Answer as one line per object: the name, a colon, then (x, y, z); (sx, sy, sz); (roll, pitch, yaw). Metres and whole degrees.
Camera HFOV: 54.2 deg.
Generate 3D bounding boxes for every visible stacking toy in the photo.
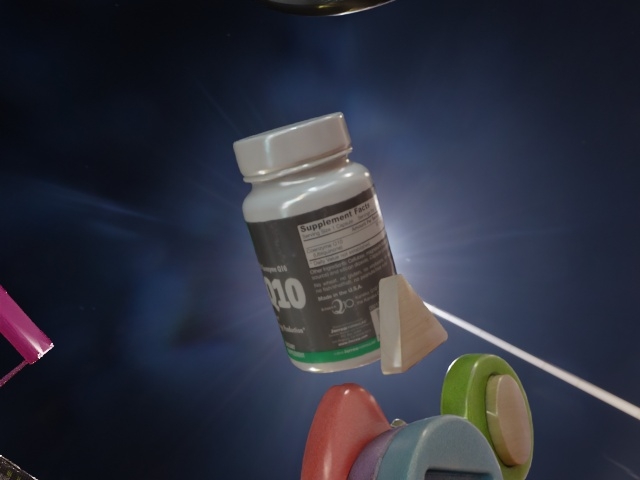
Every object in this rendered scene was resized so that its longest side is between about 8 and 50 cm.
stacking toy: (0.143, 0.184, 0.498); (0.309, 0.130, 0.279); (43, -133, -31)

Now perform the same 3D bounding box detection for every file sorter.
file sorter: (-0.684, 0.204, 1.239); (0.182, 0.291, 0.202); (-41, -82, -17)

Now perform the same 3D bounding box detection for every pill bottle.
pill bottle: (0.000, 0.000, 0.965); (0.204, 0.204, 0.361); (-27, -74, -42)

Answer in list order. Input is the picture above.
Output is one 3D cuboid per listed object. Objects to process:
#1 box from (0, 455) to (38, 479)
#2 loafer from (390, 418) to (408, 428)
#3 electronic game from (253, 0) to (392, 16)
box: (-0.380, 0.375, 0.649); (0.216, 0.060, 0.270); (66, -155, -43)
loafer: (0.102, 0.344, 0.950); (0.050, 0.056, 0.148); (3, -75, -52)
electronic game: (0.033, -0.257, 0.476); (0.229, 0.229, 0.048); (-54, -35, -14)
